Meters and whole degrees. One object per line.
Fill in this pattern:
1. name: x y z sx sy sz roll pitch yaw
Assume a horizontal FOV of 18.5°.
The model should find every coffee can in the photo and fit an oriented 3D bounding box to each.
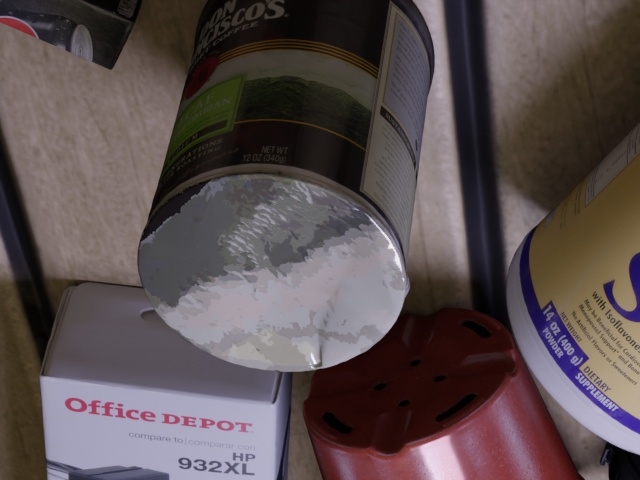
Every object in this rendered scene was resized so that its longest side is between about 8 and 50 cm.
1. coffee can: -0.020 -0.064 1.531 0.201 0.275 0.202 4 132 5

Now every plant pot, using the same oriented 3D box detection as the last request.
1. plant pot: 0.118 0.224 1.801 0.272 0.272 0.265 -11 121 19

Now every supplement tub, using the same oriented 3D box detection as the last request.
1. supplement tub: 0.330 -0.004 1.554 0.241 0.241 0.331 28 130 -16

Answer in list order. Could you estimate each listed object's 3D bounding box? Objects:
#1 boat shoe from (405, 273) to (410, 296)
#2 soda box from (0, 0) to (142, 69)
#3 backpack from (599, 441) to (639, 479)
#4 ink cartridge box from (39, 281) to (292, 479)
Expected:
1. boat shoe: 0.000 0.000 1.738 0.184 0.066 0.063 27 132 -2
2. soda box: -0.232 -0.205 1.588 0.168 0.053 0.060 23 131 -11
3. backpack: 0.388 0.251 1.772 0.191 0.254 0.225 -1 134 -18
4. ink cartridge box: -0.145 0.204 1.895 0.223 0.129 0.307 7 133 4
